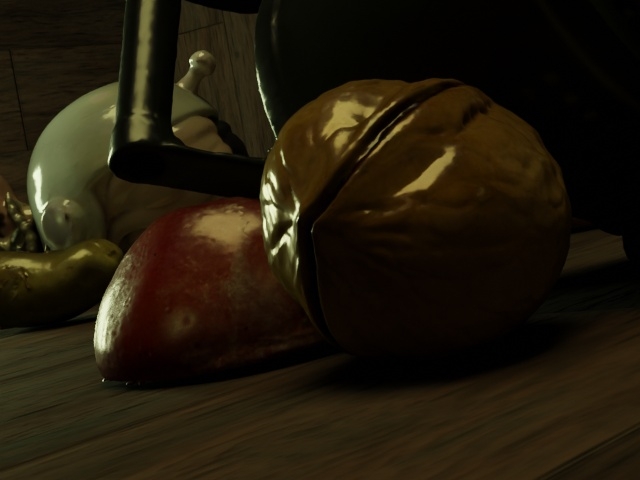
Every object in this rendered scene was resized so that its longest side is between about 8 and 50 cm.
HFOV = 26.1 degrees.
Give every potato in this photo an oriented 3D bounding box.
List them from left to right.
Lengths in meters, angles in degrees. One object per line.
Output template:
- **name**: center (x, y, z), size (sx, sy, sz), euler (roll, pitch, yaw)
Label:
- **potato**: center (-0.238, 0.038, 1.203), size (0.138, 0.070, 0.091), euler (-8, 2, 11)

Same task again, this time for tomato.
- **tomato**: center (-0.050, 0.021, 0.769), size (0.159, 0.091, 0.139), euler (-9, 3, -32)

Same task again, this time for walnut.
- **walnut**: center (0.045, -0.009, 0.652), size (0.144, 0.144, 0.180), euler (-8, -5, 27)

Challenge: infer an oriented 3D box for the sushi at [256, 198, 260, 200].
- **sushi**: center (0.000, 0.000, 1.014), size (0.078, 0.090, 0.150), euler (-5, 3, 19)

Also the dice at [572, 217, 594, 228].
- **dice**: center (0.253, -0.102, 1.311), size (0.179, 0.175, 0.174), euler (-7, 2, -8)

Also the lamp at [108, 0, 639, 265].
- **lamp**: center (0.099, -0.127, 0.789), size (0.374, 0.205, 0.272), euler (14, -38, -20)

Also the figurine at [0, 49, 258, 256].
- **figurine**: center (-0.250, -0.045, 1.467), size (0.361, 0.211, 0.253), euler (-17, 16, 11)
